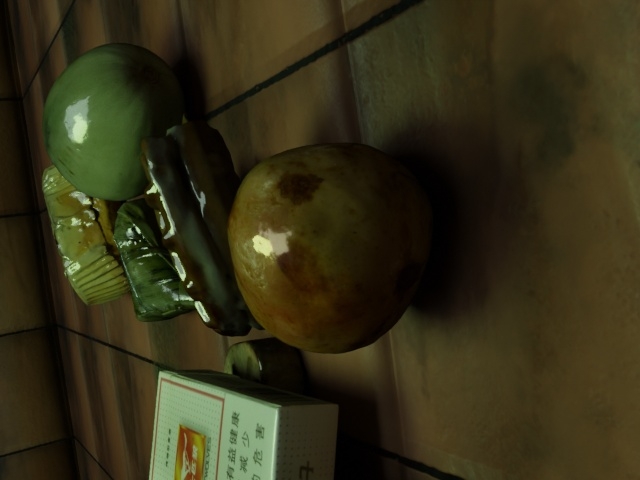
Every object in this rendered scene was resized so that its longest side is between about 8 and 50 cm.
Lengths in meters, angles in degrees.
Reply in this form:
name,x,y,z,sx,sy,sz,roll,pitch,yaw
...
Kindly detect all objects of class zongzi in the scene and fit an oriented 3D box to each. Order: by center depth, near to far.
name,x,y,z,sx,sy,sz,roll,pitch,yaw
zongzi,-0.293,0.022,1.261,0.274,0.125,0.250,-20,88,57

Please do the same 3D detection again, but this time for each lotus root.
name,x,y,z,sx,sy,sz,roll,pitch,yaw
lotus root,-0.099,0.249,1.044,0.170,0.075,0.260,56,143,37

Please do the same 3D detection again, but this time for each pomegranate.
name,x,y,z,sx,sy,sz,roll,pitch,yaw
pomegranate,0.000,0.000,0.674,0.215,0.216,0.215,23,117,55

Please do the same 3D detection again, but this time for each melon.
name,x,y,z,sx,sy,sz,roll,pitch,yaw
melon,-0.368,-0.210,1.203,0.271,0.272,0.307,52,134,39

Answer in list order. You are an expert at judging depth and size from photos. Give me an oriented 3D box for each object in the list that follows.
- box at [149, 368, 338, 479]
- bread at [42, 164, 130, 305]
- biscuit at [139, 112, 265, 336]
name,x,y,z,sx,sy,sz,roll,pitch,yaw
box,-0.116,0.292,0.874,0.330,0.095,0.210,-3,81,52
bread,-0.589,-0.032,1.720,0.236,0.183,0.388,139,112,-73
biscuit,-0.133,-0.001,0.888,0.366,0.115,0.268,106,143,-85
